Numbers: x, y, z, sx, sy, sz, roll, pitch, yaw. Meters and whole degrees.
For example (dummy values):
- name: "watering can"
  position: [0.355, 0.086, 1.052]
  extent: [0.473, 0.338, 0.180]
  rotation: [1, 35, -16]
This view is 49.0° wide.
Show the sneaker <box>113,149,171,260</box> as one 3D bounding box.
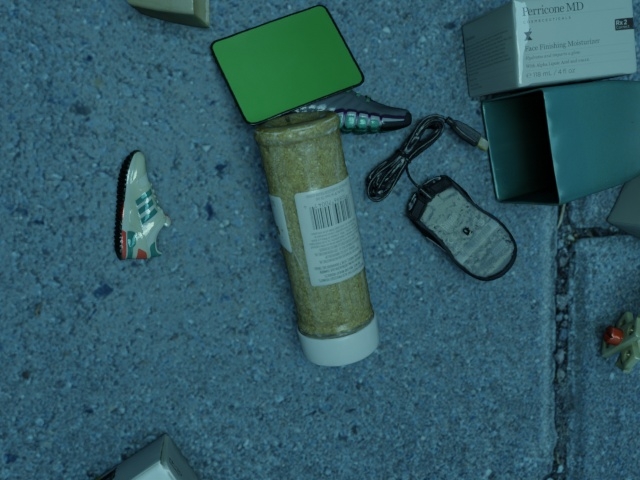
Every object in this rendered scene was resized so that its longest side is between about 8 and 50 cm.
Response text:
- name: "sneaker"
  position: [-0.256, -0.049, 1.026]
  extent: [0.075, 0.057, 0.161]
  rotation: [4, 94, -27]

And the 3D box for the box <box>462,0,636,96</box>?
- name: "box"
  position: [0.329, -0.285, 1.033]
  extent: [0.181, 0.182, 0.119]
  rotation: [-9, 98, -9]

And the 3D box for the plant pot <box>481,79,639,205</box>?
- name: "plant pot"
  position: [0.401, -0.160, 1.077]
  extent: [0.234, 0.166, 0.165]
  rotation: [-13, 98, -17]

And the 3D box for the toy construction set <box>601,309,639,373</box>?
- name: "toy construction set"
  position: [0.633, 0.148, 1.134]
  extent: [0.328, 0.215, 0.151]
  rotation: [5, 79, -6]

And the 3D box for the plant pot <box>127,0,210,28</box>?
- name: "plant pot"
  position: [-0.212, -0.358, 0.972]
  extent: [0.096, 0.109, 0.109]
  rotation: [0, 96, 2]

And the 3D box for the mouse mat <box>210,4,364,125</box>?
- name: "mouse mat"
  position: [-0.049, -0.258, 1.021]
  extent: [0.190, 0.007, 0.152]
  rotation: [-23, 73, -9]

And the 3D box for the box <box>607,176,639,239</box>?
- name: "box"
  position: [0.688, -0.046, 1.130]
  extent: [0.345, 0.168, 0.215]
  rotation: [25, 91, -12]

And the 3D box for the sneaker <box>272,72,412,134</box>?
- name: "sneaker"
  position: [0.027, -0.209, 1.041]
  extent: [0.224, 0.083, 0.098]
  rotation: [-1, 91, -9]

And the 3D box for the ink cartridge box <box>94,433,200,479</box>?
- name: "ink cartridge box"
  position: [-0.297, 0.472, 1.030]
  extent: [0.306, 0.131, 0.226]
  rotation: [-33, 100, -7]

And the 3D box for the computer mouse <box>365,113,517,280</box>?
- name: "computer mouse"
  position: [0.217, -0.072, 1.102]
  extent: [0.262, 0.060, 0.184]
  rotation: [38, 93, 0]

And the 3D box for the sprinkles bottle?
- name: "sprinkles bottle"
  position: [0.000, 0.000, 1.003]
  extent: [0.121, 0.121, 0.355]
  rotation: [-14, 110, -8]
